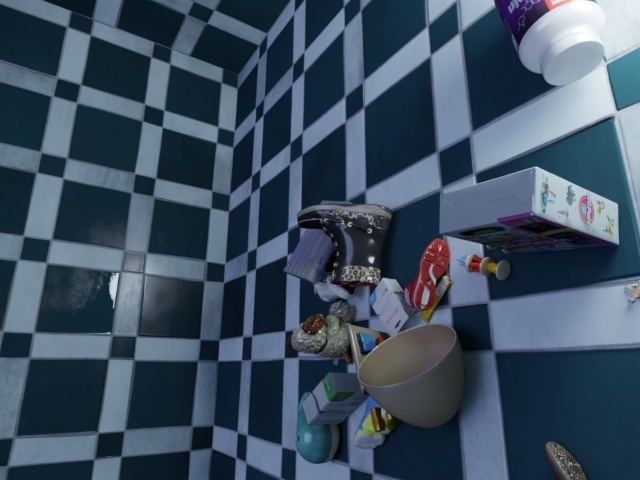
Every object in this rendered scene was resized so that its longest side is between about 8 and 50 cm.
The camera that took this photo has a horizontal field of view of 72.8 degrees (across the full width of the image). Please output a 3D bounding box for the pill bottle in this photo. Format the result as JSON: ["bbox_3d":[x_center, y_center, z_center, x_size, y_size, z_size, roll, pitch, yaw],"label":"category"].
[{"bbox_3d":[0.543,-0.532,1.033,0.181,0.182,0.322,-40,49,46],"label":"pill bottle"}]

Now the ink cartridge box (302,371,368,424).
[{"bbox_3d":[0.052,0.553,1.519,0.208,0.153,0.086,-56,37,31],"label":"ink cartridge box"}]

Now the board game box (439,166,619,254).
[{"bbox_3d":[0.443,-0.047,0.926,0.224,0.304,0.097,-13,70,57],"label":"board game box"}]

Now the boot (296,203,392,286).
[{"bbox_3d":[0.068,0.018,1.569,0.378,0.138,0.283,0,77,26],"label":"boot"}]

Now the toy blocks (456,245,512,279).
[{"bbox_3d":[0.434,0.031,1.158,0.148,0.054,0.123,15,94,59],"label":"toy blocks"}]

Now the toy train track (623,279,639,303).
[{"bbox_3d":[0.632,0.086,0.859,0.048,0.014,0.083,41,115,55],"label":"toy train track"}]

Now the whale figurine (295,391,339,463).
[{"bbox_3d":[-0.041,0.700,1.634,0.272,0.141,0.216,52,125,52],"label":"whale figurine"}]

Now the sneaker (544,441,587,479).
[{"bbox_3d":[0.508,0.510,0.878,0.071,0.066,0.188,-60,35,30],"label":"sneaker"}]

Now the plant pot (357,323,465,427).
[{"bbox_3d":[0.267,0.379,1.161,0.284,0.284,0.190,-17,103,56],"label":"plant pot"}]

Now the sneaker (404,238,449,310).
[{"bbox_3d":[0.306,0.101,1.315,0.221,0.087,0.128,-65,11,-13],"label":"sneaker"}]

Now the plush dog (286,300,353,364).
[{"bbox_3d":[-0.005,0.361,1.599,0.262,0.226,0.210,-52,40,36],"label":"plush dog"}]

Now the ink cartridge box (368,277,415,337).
[{"bbox_3d":[0.238,0.220,1.408,0.104,0.062,0.181,-62,35,27],"label":"ink cartridge box"}]

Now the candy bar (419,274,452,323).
[{"bbox_3d":[0.343,0.176,1.294,0.040,0.018,0.161,51,122,49],"label":"candy bar"}]

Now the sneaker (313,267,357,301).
[{"bbox_3d":[0.053,0.188,1.696,0.292,0.110,0.118,-159,70,-63],"label":"sneaker"}]

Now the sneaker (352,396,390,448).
[{"bbox_3d":[0.178,0.570,1.399,0.240,0.091,0.126,-58,17,34],"label":"sneaker"}]

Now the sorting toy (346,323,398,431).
[{"bbox_3d":[0.183,0.404,1.295,0.041,0.229,0.307,-33,52,29],"label":"sorting toy"}]

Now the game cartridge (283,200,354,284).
[{"bbox_3d":[0.000,0.000,1.770,0.230,0.068,0.354,15,73,55],"label":"game cartridge"}]
